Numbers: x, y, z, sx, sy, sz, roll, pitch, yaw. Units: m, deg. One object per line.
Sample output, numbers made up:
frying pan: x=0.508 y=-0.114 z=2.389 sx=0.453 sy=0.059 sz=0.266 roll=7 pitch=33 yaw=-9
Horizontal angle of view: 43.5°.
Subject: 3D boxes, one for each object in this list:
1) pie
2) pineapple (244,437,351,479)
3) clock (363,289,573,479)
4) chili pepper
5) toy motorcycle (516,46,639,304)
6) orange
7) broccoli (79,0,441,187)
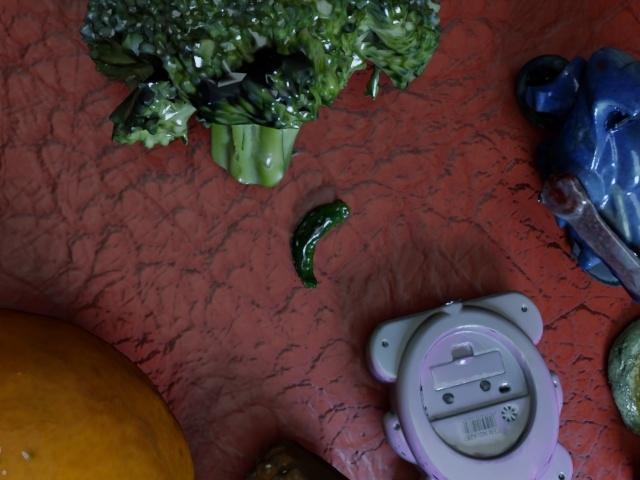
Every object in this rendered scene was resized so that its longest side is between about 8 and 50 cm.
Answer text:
pie: x=0.474 y=0.183 z=1.079 sx=0.186 sy=0.041 sz=0.187 roll=0 pitch=93 yaw=-10
pineapple: x=-0.102 y=0.411 z=0.942 sx=0.165 sy=0.165 sz=0.365 roll=38 pitch=89 yaw=-9
clock: x=0.184 y=0.197 z=0.979 sx=0.227 sy=0.090 sz=0.248 roll=-13 pitch=76 yaw=-8
chili pepper: x=-0.008 y=-0.002 z=0.997 sx=0.055 sy=0.035 sz=0.118 roll=24 pitch=84 yaw=7
toy motorcycle: x=0.380 y=-0.097 z=0.967 sx=0.241 sy=0.182 sz=0.319 roll=-19 pitch=97 yaw=31
orange: x=-0.339 y=0.278 z=0.811 sx=0.423 sy=0.326 sz=0.424 roll=-3 pitch=96 yaw=-28
broccoli: x=-0.067 y=-0.216 z=0.862 sx=0.277 sy=0.338 sz=0.318 roll=39 pitch=109 yaw=19
